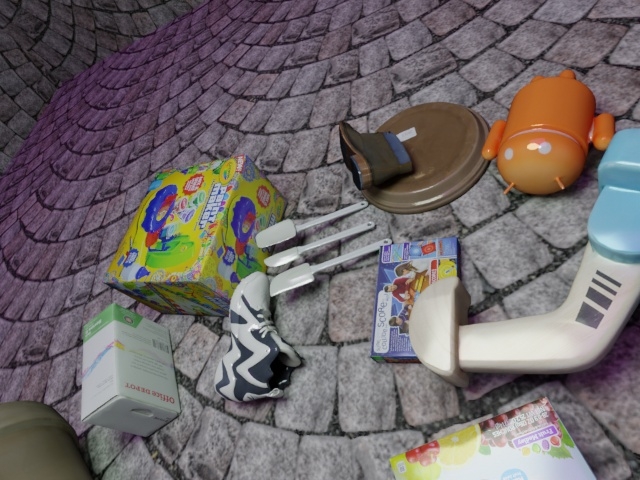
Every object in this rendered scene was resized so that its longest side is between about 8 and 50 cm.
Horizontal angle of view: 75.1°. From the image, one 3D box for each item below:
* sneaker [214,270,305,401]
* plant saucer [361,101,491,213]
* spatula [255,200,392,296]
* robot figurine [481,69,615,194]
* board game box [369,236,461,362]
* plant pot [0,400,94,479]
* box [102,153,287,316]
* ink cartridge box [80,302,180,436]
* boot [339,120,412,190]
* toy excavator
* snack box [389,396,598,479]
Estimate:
[{"bbox_3d":[-0.088,0.167,0.738,0.153,0.094,0.235,-3,56,28],"label":"sneaker"},{"bbox_3d":[0.196,-0.177,0.833,0.277,0.041,0.278,-17,51,23],"label":"plant saucer"},{"bbox_3d":[0.000,0.000,0.803,0.241,0.019,0.168,-22,44,-1],"label":"spatula"},{"bbox_3d":[0.358,-0.166,0.660,0.158,0.128,0.220,21,69,7],"label":"robot figurine"},{"bbox_3d":[0.155,0.094,0.671,0.136,0.035,0.201,-7,56,28],"label":"board game box"},{"bbox_3d":[-0.490,0.476,0.665,0.280,0.323,0.323,24,73,23],"label":"plant pot"},{"bbox_3d":[-0.259,-0.002,0.908,0.279,0.177,0.290,-4,57,29],"label":"box"},{"bbox_3d":[-0.371,0.252,0.814,0.093,0.154,0.212,-37,47,5],"label":"ink cartridge box"},{"bbox_3d":[0.101,-0.181,0.836,0.106,0.082,0.219,-13,45,-3],"label":"boot"},{"bbox_3d":[0.367,0.024,0.466,0.432,0.222,0.445,21,74,41],"label":"toy excavator"},{"bbox_3d":[0.207,0.304,0.468,0.207,0.070,0.175,-29,48,14],"label":"snack box"}]
